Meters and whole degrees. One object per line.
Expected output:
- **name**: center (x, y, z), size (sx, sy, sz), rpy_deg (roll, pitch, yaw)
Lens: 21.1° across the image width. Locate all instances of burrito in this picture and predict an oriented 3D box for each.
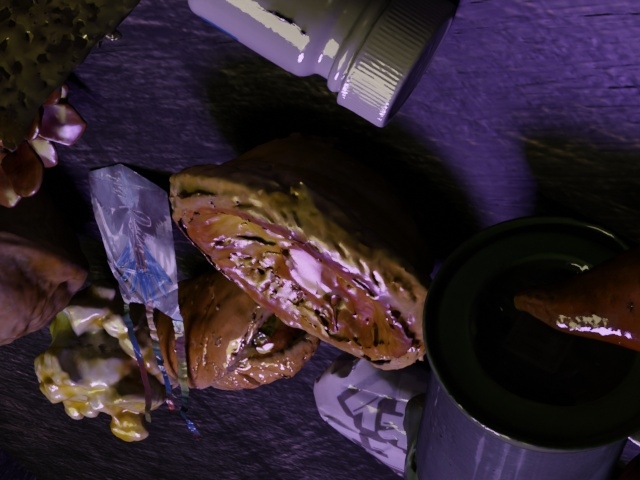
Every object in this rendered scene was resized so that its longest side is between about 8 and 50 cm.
- **burrito**: center (0.182, 0.246, 1.783), size (0.445, 0.101, 0.139), rpy_deg (34, 137, 20)

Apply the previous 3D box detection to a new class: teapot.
- **teapot**: center (0.197, 0.159, 1.436), size (0.270, 0.200, 0.337), rpy_deg (28, 153, 13)

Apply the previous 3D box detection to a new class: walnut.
- **walnut**: center (-0.396, 0.015, 1.988), size (0.283, 0.227, 0.283), rpy_deg (16, 169, 3)

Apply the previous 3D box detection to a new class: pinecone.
- **pinecone**: center (-0.356, -0.130, 1.663), size (0.229, 0.202, 0.201), rpy_deg (35, -170, 0)

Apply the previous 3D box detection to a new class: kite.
- **kite**: center (-0.192, 0.063, 1.873), size (0.169, 0.015, 0.310), rpy_deg (20, 122, 49)

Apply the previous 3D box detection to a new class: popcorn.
- **popcorn**: center (-0.254, 0.143, 2.105), size (0.185, 0.187, 0.167), rpy_deg (34, 180, 6)

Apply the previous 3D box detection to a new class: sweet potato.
- **sweet potato**: center (0.299, 0.033, 1.186), size (0.359, 0.112, 0.112), rpy_deg (-4, 140, 32)

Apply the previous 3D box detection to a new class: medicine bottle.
- **medicine bottle**: center (0.000, -0.164, 1.204), size (0.168, 0.105, 0.105), rpy_deg (32, 159, 6)

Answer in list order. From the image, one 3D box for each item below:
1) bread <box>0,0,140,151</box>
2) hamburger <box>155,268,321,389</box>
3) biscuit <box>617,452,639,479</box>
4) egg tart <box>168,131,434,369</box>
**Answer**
- **bread**: center (-0.311, -0.174, 1.448), size (0.279, 0.248, 0.315), rpy_deg (35, 162, 2)
- **hamburger**: center (-0.102, 0.101, 1.879), size (0.124, 0.131, 0.262), rpy_deg (39, 154, -17)
- **biscuit**: center (0.457, 0.307, 1.565), size (0.407, 0.091, 0.407), rpy_deg (27, 157, 13)
- **egg tart**: center (0.000, 0.000, 1.540), size (0.290, 0.115, 0.290), rpy_deg (30, 161, 12)
